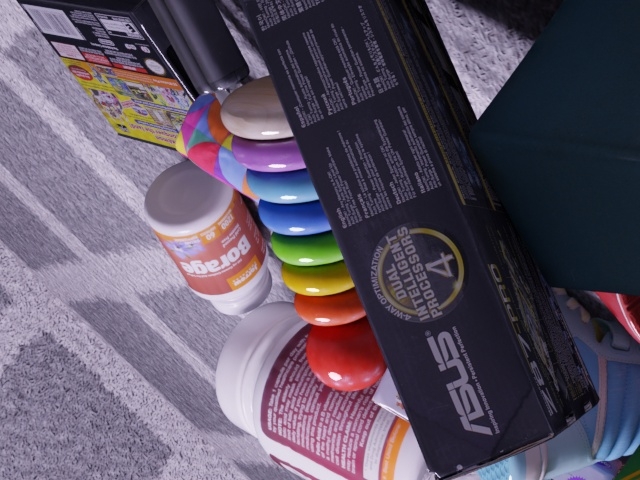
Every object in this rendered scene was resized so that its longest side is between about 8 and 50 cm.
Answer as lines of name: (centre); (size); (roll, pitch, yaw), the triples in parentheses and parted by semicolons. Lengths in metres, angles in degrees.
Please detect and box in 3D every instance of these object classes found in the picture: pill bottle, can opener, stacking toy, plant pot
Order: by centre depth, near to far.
plant pot: (0.264, -0.059, 1.035); (0.234, 0.165, 0.165); (13, 147, 44)
stacking toy: (0.000, 0.000, 1.503); (0.141, 0.141, 0.330); (16, 125, 50)
can opener: (-0.089, -0.191, 1.548); (0.076, 0.095, 0.283); (0, 121, 63)
pill bottle: (0.056, 0.219, 1.923); (0.392, 0.224, 0.224); (21, 152, 45)
pill bottle: (-0.140, 0.002, 1.975); (0.121, 0.121, 0.216); (27, 157, 35)

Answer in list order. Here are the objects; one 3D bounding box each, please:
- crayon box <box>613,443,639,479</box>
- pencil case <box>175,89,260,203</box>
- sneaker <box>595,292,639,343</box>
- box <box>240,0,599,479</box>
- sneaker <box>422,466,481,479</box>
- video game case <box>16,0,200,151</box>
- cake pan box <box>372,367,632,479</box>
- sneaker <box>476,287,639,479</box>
crayon box: (0.416, 0.312, 1.309); (0.363, 0.313, 0.106); (30, 158, 29)
pencil case: (-0.049, -0.086, 1.659); (0.236, 0.104, 0.104); (35, 160, 22)
sneaker: (0.260, 0.017, 1.347); (0.221, 0.087, 0.128); (57, 167, -8)
box: (0.078, -0.036, 1.096); (0.395, 0.097, 0.318); (68, -169, 7)
sneaker: (0.243, 0.275, 1.746); (0.281, 0.115, 0.105); (21, -164, -15)
video game case: (-0.229, -0.206, 1.824); (0.275, 0.035, 0.248); (17, 149, 48)
cake pan box: (0.207, 0.191, 1.600); (0.267, 0.070, 0.246); (30, -166, 14)
sneaker: (0.223, 0.074, 1.443); (0.127, 0.208, 0.319); (139, 122, -68)
